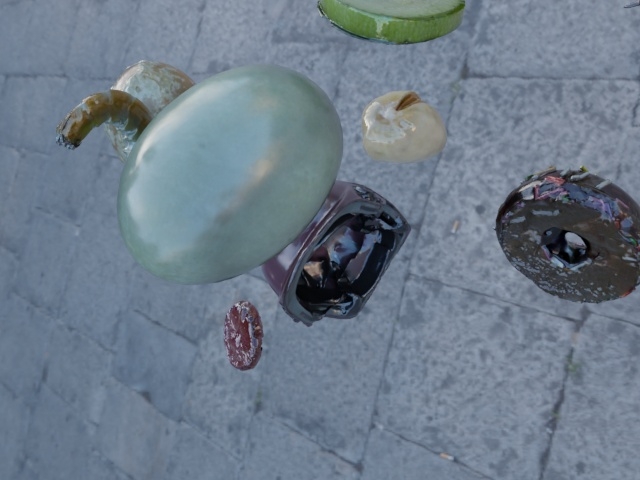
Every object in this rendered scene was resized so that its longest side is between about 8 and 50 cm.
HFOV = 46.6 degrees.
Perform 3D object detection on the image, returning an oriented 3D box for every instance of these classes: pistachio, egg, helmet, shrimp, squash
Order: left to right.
[{"bbox_3d":[-0.302,-0.136,1.083,0.049,0.166,0.161,7,118,34],"label":"shrimp"},{"bbox_3d":[-0.299,-0.224,1.391,0.204,0.245,0.203,-4,50,4],"label":"egg"},{"bbox_3d":[-0.126,-0.091,1.043,0.352,0.258,0.258,-38,48,-3],"label":"egg"},{"bbox_3d":[0.000,0.000,1.360,0.197,0.338,0.270,39,107,31],"label":"helmet"},{"bbox_3d":[0.103,-0.355,1.090,0.219,0.219,0.041,54,150,40],"label":"squash"},{"bbox_3d":[0.244,-0.328,2.221,0.230,0.309,0.229,-1,89,35],"label":"pistachio"}]

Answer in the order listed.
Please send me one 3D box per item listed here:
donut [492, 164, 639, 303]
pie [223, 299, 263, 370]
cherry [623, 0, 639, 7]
[{"bbox_3d":[0.420,-0.010,1.230,0.270,0.269,0.103,-3,39,46],"label":"donut"},{"bbox_3d":[-0.165,0.206,1.600,0.154,0.036,0.154,2,93,55],"label":"pie"},{"bbox_3d":[0.492,-0.378,0.887,0.300,0.230,0.202,126,161,-53],"label":"cherry"}]
